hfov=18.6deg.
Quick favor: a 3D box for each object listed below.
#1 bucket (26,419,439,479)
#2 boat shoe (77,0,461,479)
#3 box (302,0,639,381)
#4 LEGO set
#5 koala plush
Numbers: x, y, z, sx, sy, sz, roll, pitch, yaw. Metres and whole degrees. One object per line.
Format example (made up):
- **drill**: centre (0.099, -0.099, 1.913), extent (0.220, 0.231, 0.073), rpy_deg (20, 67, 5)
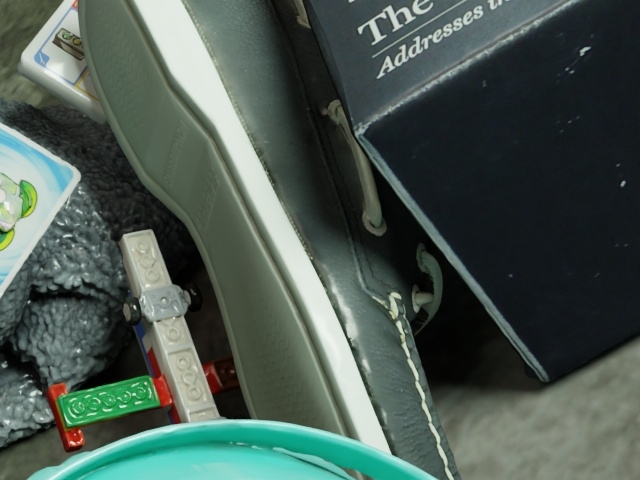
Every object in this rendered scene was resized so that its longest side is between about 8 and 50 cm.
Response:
- **bucket**: centre (-0.019, 0.199, 0.572), extent (0.281, 0.281, 0.183), rpy_deg (-47, 39, -7)
- **boat shoe**: centre (0.000, 0.000, 0.789), extent (0.091, 0.114, 0.302), rpy_deg (-18, 75, -24)
- **box**: centre (0.156, -0.172, 0.809), extent (0.343, 0.179, 0.312), rpy_deg (-31, 43, 10)
- **LEGO set**: centre (-0.080, 0.011, 0.848), extent (0.244, 0.182, 0.060), rpy_deg (-61, 4, -33)
- **koala plush**: centre (-0.191, -0.028, 0.903), extent (0.203, 0.221, 0.196), rpy_deg (-25, 45, 17)
